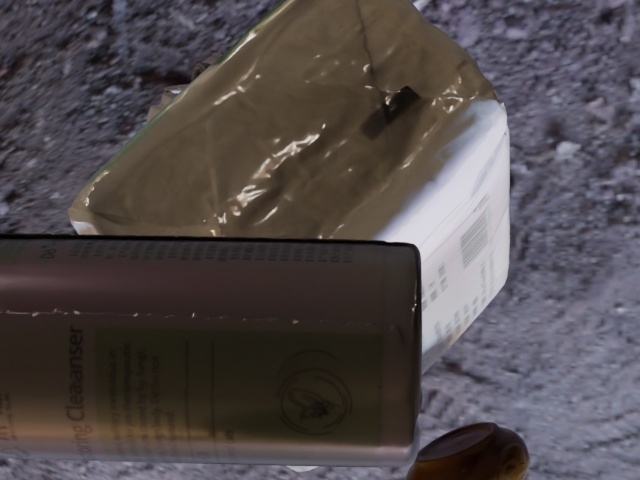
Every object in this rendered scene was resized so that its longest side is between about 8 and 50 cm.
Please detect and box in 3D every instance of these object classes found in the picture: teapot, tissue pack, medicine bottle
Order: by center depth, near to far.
[{"bbox_3d":[-0.074,0.026,0.348,0.199,0.057,0.058,2,87,2],"label":"medicine bottle"},{"bbox_3d":[-0.001,-0.001,1.011,0.266,0.356,0.194,-43,71,-9],"label":"tissue pack"},{"bbox_3d":[0.123,0.194,1.100,0.129,0.098,0.078,-27,98,-55],"label":"teapot"}]

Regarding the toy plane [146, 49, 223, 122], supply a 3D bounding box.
[{"bbox_3d":[-0.094,-0.173,1.707,0.252,0.252,0.118,-7,103,-22],"label":"toy plane"}]
